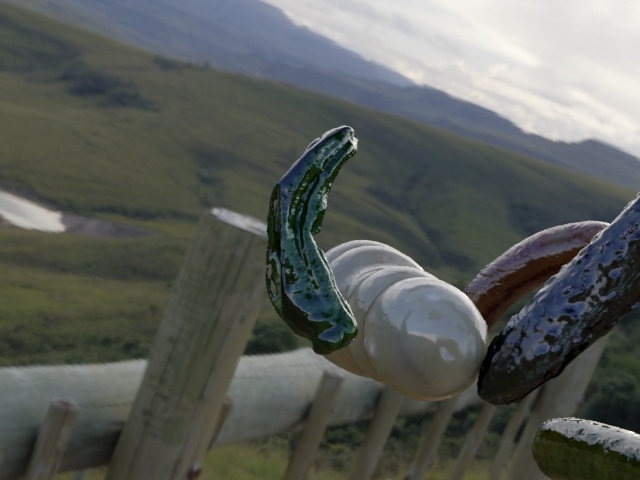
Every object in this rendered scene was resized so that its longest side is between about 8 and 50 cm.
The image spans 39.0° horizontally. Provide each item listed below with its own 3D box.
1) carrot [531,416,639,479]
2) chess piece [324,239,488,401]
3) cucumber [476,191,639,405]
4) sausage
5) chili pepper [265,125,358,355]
[{"bbox_3d":[0.329,0.223,0.832,0.074,0.074,0.358,19,-8,-25],"label":"carrot"},{"bbox_3d":[0.083,0.085,0.966,0.167,0.167,0.300,21,-2,-12],"label":"chess piece"},{"bbox_3d":[0.256,0.038,0.819,0.072,0.303,0.081,46,12,8],"label":"cucumber"},{"bbox_3d":[0.322,0.056,1.403,0.103,0.302,0.076,55,17,4],"label":"sausage"},{"bbox_3d":[-0.006,-0.003,0.703,0.073,0.182,0.050,3,-6,-7],"label":"chili pepper"}]
